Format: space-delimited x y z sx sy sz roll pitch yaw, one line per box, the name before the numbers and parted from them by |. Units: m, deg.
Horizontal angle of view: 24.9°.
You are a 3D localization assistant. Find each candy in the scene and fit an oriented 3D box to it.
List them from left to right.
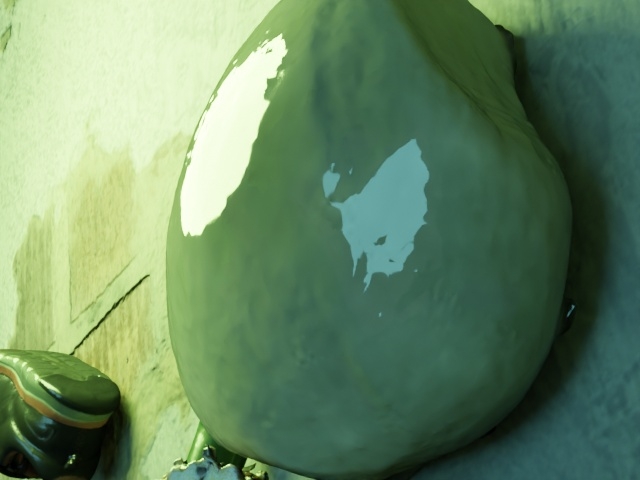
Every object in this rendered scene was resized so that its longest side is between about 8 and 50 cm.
candy | 0.000 0.000 1.089 0.427 0.186 0.386 -49 45 46

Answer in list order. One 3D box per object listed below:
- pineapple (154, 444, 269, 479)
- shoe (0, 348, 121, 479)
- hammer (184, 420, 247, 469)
pineapple | -0.060 0.257 1.095 0.161 0.137 0.176 -41 61 10
shoe | -0.311 0.195 1.595 0.291 0.114 0.137 14 97 56
hammer | -0.112 0.251 1.219 0.206 0.119 0.336 12 71 21
